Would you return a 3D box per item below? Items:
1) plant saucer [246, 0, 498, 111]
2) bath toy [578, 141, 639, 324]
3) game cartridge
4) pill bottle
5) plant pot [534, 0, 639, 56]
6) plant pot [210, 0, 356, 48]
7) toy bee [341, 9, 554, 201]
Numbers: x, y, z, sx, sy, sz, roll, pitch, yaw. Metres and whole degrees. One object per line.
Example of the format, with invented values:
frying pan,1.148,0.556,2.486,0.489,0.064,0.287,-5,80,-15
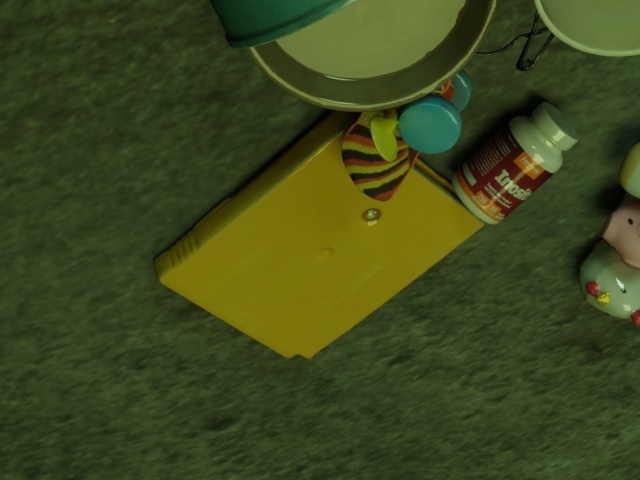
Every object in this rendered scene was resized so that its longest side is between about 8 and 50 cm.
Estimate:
plant saucer,0.046,-0.262,1.831,0.277,0.041,0.278,-3,121,-5
bath toy,0.430,-0.028,2.302,0.151,0.129,0.348,1,133,-23
game cartridge,0.000,0.000,2.225,0.323,0.053,0.285,-37,134,19
pill bottle,0.240,-0.097,2.190,0.086,0.086,0.152,28,118,-39
plant pot,0.289,-0.371,1.803,0.256,0.274,0.256,-10,136,-10
plant pot,-0.032,-0.352,1.610,0.271,0.272,0.255,-30,107,8
toy bee,0.101,-0.186,1.984,0.162,0.195,0.298,36,107,-12
